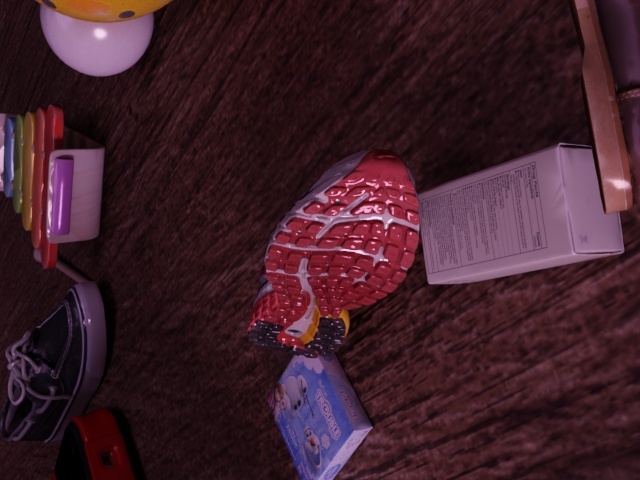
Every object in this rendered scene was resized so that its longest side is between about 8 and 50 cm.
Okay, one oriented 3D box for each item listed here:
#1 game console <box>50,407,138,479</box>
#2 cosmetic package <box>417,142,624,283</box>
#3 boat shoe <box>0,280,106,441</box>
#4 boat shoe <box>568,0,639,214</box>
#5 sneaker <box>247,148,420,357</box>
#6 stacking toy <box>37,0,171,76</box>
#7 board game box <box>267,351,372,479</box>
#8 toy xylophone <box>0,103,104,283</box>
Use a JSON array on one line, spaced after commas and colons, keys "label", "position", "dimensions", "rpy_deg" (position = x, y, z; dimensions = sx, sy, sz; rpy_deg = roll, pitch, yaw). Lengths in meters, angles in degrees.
[{"label": "game console", "position": [-0.261, 0.436, 1.071], "dimensions": [0.386, 0.060, 0.342], "rpy_deg": [64, 145, 33]}, {"label": "cosmetic package", "position": [0.108, -0.011, 0.492], "dimensions": [0.115, 0.041, 0.060], "rpy_deg": [-15, 78, 56]}, {"label": "boat shoe", "position": [-0.362, 0.168, 1.154], "dimensions": [0.306, 0.105, 0.113], "rpy_deg": [-55, 48, 42]}, {"label": "boat shoe", "position": [0.150, -0.116, 0.409], "dimensions": [0.073, 0.073, 0.207], "rpy_deg": [-11, 84, 18]}, {"label": "sneaker", "position": [0.000, 0.000, 0.593], "dimensions": [0.225, 0.088, 0.092], "rpy_deg": [127, 154, -57]}, {"label": "stacking toy", "position": [-0.189, -0.313, 0.778], "dimensions": [0.480, 0.351, 0.350], "rpy_deg": [110, 145, -60]}, {"label": "board game box", "position": [-0.004, 0.135, 0.687], "dimensions": [0.090, 0.020, 0.090], "rpy_deg": [-60, 44, 36]}, {"label": "toy xylophone", "position": [-0.366, -0.062, 1.173], "dimensions": [0.323, 0.081, 0.236], "rpy_deg": [13, 103, 56]}]
